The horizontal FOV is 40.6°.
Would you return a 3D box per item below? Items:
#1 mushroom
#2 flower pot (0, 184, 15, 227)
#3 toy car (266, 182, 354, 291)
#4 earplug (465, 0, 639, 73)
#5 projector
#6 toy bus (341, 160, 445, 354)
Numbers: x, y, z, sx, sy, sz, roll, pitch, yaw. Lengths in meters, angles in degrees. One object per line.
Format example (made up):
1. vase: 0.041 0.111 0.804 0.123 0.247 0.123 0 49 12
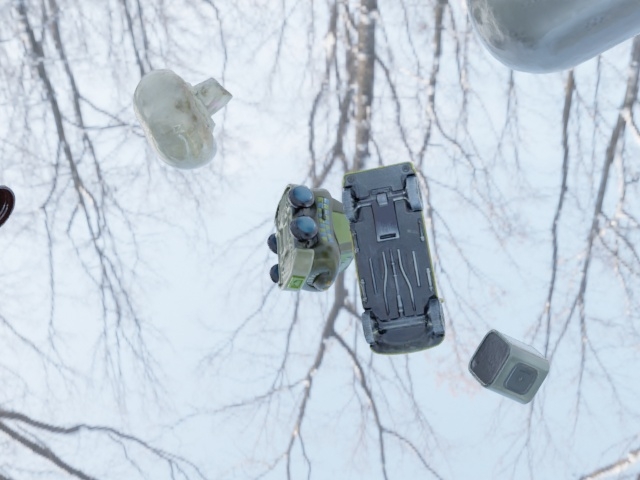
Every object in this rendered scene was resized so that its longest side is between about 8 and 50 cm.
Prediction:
1. mushroom: -0.324 -0.310 2.115 0.234 0.260 0.254 -29 -167 -4
2. flower pot: -0.673 -0.079 1.700 0.089 0.111 0.111 30 -136 18
3. toy car: 0.000 0.000 1.930 0.198 0.204 0.248 8 -128 -17
4. earplug: 0.459 -0.484 1.572 0.394 0.313 0.313 -27 -158 33
5. projector: 0.295 0.198 1.355 0.082 0.083 0.083 25 -170 -23
6. toy bus: 0.135 0.035 1.553 0.144 0.330 0.152 -10 176 12
